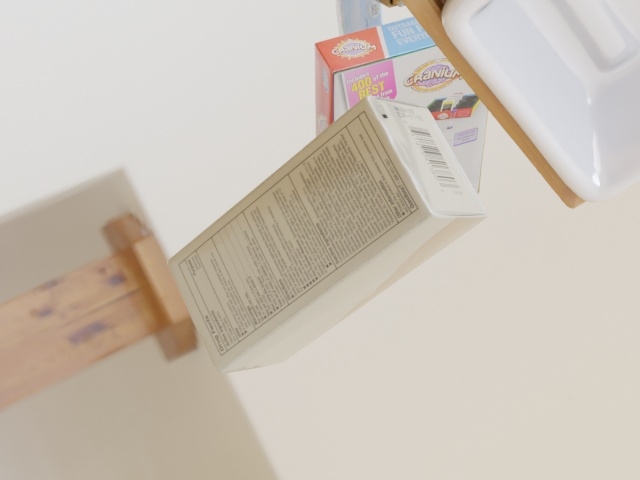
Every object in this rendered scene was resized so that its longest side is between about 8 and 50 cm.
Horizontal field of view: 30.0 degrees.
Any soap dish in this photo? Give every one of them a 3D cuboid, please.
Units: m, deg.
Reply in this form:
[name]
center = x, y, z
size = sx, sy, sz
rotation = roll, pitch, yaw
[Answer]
[soap dish]
center = 0.227, -0.183, 0.798
size = 0.291, 0.229, 0.118
rotation = -35, -146, 17

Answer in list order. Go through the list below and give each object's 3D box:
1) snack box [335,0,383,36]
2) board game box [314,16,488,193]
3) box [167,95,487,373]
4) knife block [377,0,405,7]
[snack box]
center = 0.064, -0.350, 1.932
size = 0.070, 0.175, 0.207
rotation = -6, -148, 1
[board game box]
center = 0.114, -0.160, 1.642
size = 0.242, 0.064, 0.317
rotation = -17, 140, -15
[box]
center = 0.000, 0.000, 1.242
size = 0.311, 0.148, 0.121
rotation = -36, 160, 30
[knife block]
center = 0.153, -0.396, 1.235
size = 0.275, 0.242, 0.088
rotation = -17, 175, 3
